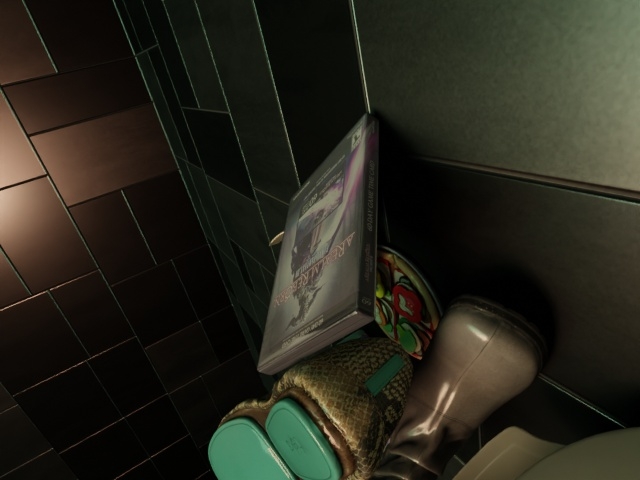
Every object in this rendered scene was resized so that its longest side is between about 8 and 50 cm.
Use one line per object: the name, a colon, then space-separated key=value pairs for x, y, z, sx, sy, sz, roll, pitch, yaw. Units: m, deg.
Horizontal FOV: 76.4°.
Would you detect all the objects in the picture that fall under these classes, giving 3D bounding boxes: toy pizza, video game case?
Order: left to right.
video game case: x=0.000 y=0.000 z=0.482 sx=0.196 sy=0.026 sz=0.274 roll=-42 pitch=30 yaw=45
toy pizza: x=0.115 y=0.101 z=0.629 sx=0.201 sy=0.032 sz=0.201 roll=47 pitch=152 yaw=35

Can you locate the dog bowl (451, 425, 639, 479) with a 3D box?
dog bowl: x=0.189 y=0.228 z=0.232 sx=0.102 sy=0.349 sz=0.348 roll=48 pitch=155 yaw=5

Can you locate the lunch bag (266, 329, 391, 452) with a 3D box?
lunch bag: x=0.034 y=0.330 z=0.746 sx=0.223 sy=0.263 sz=0.160 roll=51 pitch=154 yaw=30

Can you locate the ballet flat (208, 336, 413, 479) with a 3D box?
ballet flat: x=-0.020 y=0.257 z=0.569 sx=0.164 sy=0.182 sz=0.482 roll=52 pitch=141 yaw=14

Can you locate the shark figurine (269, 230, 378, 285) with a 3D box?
shark figurine: x=-0.010 y=-0.011 z=0.662 sx=0.278 sy=0.116 sz=0.166 roll=37 pitch=130 yaw=57

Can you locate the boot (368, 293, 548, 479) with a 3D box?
boot: x=0.127 y=0.225 z=0.461 sx=0.118 sy=0.222 sz=0.338 roll=29 pitch=146 yaw=25
